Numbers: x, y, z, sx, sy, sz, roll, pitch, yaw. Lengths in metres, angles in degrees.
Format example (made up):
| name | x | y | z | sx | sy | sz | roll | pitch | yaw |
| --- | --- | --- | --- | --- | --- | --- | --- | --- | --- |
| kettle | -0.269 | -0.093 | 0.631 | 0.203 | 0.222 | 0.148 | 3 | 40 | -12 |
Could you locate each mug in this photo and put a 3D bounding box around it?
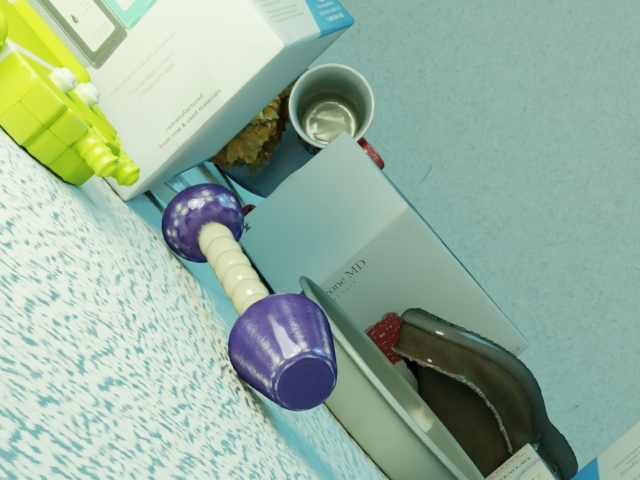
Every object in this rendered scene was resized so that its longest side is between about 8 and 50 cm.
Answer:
| name | x | y | z | sx | sy | sz | roll | pitch | yaw |
| --- | --- | --- | --- | --- | --- | --- | --- | --- | --- |
| mug | 0.016 | -0.148 | 2.183 | 0.169 | 0.113 | 0.150 | 107 | -29 | -84 |

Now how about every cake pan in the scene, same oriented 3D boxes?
| name | x | y | z | sx | sy | sz | roll | pitch | yaw |
| --- | --- | --- | --- | --- | --- | --- | --- | --- | --- |
| cake pan | 0.059 | 0.160 | 1.564 | 0.293 | 0.054 | 0.293 | 49 | 3 | -4 |

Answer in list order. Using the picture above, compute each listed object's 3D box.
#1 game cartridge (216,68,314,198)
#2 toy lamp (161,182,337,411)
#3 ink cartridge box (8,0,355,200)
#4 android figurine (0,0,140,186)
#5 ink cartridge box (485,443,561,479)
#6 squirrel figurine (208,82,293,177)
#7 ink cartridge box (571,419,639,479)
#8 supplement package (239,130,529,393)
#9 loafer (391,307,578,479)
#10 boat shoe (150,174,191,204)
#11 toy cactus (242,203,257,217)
| name | x | y | z | sx | sy | sz | roll | pitch | yaw |
| --- | --- | --- | --- | --- | --- | --- | --- | --- | --- |
| game cartridge | -0.082 | -0.181 | 2.409 | 0.062 | 0.198 | 0.297 | 48 | 2 | -33 |
| toy lamp | -0.054 | 0.039 | 1.224 | 0.080 | 0.080 | 0.274 | 47 | 3 | -33 |
| ink cartridge box | -0.151 | -0.212 | 1.370 | 0.270 | 0.197 | 0.198 | 49 | 23 | 2 |
| android figurine | -0.231 | -0.142 | 1.170 | 0.273 | 0.056 | 0.248 | 48 | 3 | 10 |
| ink cartridge box | 0.208 | 0.281 | 1.711 | 0.061 | 0.104 | 0.181 | 50 | 2 | -10 |
| squirrel figurine | -0.148 | -0.275 | 2.100 | 0.397 | 0.281 | 0.370 | 44 | 11 | -31 |
| ink cartridge box | 0.475 | 0.429 | 1.996 | 0.395 | 0.285 | 0.166 | 52 | 4 | 36 |
| supplement package | 0.069 | 0.054 | 1.852 | 0.293 | 0.177 | 0.175 | 46 | 5 | -40 |
| loafer | 0.176 | 0.208 | 1.788 | 0.134 | 0.130 | 0.366 | 23 | -21 | 45 |
| boat shoe | -0.168 | -0.106 | 1.504 | 0.184 | 0.063 | 0.066 | 50 | 3 | 20 |
| toy cactus | 0.000 | 0.000 | 1.988 | 0.180 | 0.219 | 0.112 | 109 | -31 | -53 |
